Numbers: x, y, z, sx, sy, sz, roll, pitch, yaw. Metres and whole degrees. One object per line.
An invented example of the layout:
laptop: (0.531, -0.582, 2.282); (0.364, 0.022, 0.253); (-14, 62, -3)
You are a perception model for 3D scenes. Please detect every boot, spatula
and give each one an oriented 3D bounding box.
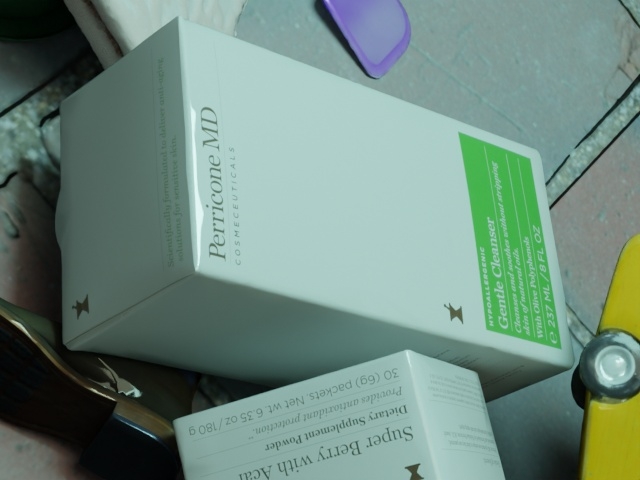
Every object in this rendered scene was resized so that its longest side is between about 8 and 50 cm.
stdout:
boot: (-0.178, 0.078, 1.119); (0.219, 0.082, 0.106); (40, 33, -11)
spatula: (0.008, -0.280, 1.355); (0.084, 0.030, 0.296); (-48, 127, -38)

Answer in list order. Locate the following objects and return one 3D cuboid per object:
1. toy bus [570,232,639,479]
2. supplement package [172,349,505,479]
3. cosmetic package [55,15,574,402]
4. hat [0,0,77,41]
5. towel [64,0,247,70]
toy bus: (0.244, 0.167, 1.173); (0.130, 0.108, 0.333); (6, 77, 7)
supplement package: (0.041, 0.242, 1.078); (0.175, 0.177, 0.293); (25, 49, -68)
cosmetic package: (0.000, 0.000, 1.168); (0.365, 0.155, 0.197); (15, 59, -41)
hat: (-0.200, -0.251, 1.154); (0.173, 0.183, 0.208); (17, 62, -25)
towel: (-0.121, -0.285, 1.205); (0.317, 0.053, 0.332); (62, 38, -49)
